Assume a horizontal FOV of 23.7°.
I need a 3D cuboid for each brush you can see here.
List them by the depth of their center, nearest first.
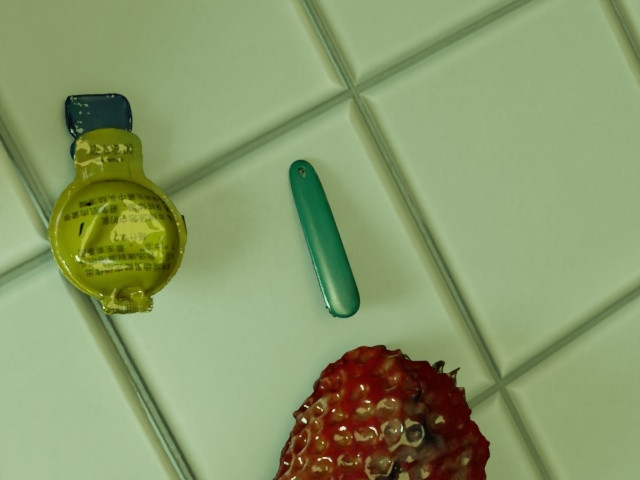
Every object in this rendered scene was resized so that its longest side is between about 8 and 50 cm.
[{"bbox_3d":[0.000,0.000,1.771,0.043,0.032,0.193,-15,79,-21],"label":"brush"}]

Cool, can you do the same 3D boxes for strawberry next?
[{"bbox_3d":[0.065,0.244,1.711,0.280,0.150,0.253,-7,87,-27],"label":"strawberry"}]

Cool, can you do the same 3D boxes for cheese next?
[{"bbox_3d":[-0.223,-0.041,1.652,0.156,0.064,0.250,-3,77,-26],"label":"cheese"}]
